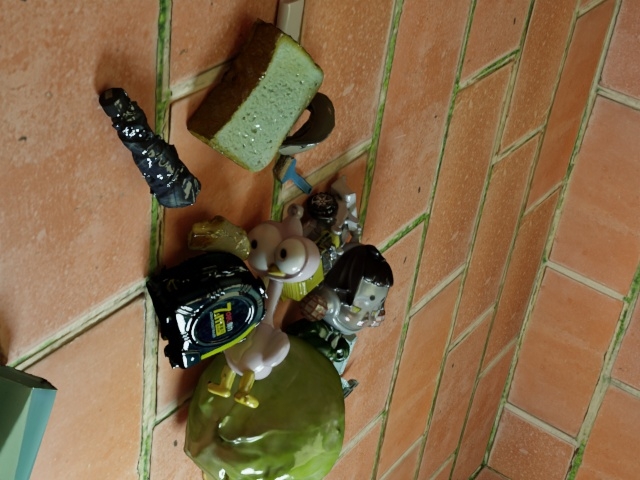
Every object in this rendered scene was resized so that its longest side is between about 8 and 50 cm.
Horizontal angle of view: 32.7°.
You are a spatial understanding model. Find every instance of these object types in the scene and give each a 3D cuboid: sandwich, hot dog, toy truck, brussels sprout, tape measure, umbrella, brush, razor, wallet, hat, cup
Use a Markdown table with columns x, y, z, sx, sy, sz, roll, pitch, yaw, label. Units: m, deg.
| x | y | z | sx | sy | sz | roll | pitch | yaw | label |
| --- | --- | --- | --- | --- | --- | --- | --- | --- | --- |
| -0.099 | -0.223 | 1.727 | 0.214 | 0.065 | 0.186 | -55 | 150 | 0 | sandwich |
| -0.176 | -0.009 | 1.820 | 0.078 | 0.061 | 0.169 | -25 | 156 | 16 | hot dog |
| 0.000 | 0.000 | 2.110 | 0.286 | 0.111 | 0.136 | -48 | 150 | -34 | toy truck |
| -0.095 | 0.334 | 2.064 | 0.328 | 0.328 | 0.247 | -53 | 176 | -20 | brussels sprout |
| -0.186 | 0.108 | 1.822 | 0.186 | 0.112 | 0.199 | -21 | 141 | -17 | tape measure |
| -0.247 | -0.136 | 1.551 | 0.224 | 0.080 | 0.071 | 58 | 39 | -47 | umbrella |
| -0.046 | -0.116 | 2.023 | 0.051 | 0.014 | 0.164 | -60 | 156 | -4 | brush |
| 0.048 | 0.290 | 2.526 | 0.111 | 0.056 | 0.278 | -42 | 155 | -31 | razor |
| -0.053 | -0.338 | 1.781 | 0.061 | 0.025 | 0.122 | -39 | 146 | -52 | wallet |
| -0.018 | -0.183 | 1.858 | 0.085 | 0.175 | 0.147 | 38 | 84 | -30 | hat |
| -0.453 | 0.298 | 1.509 | 0.148 | 0.134 | 0.235 | 25 | 88 | -37 | cup |

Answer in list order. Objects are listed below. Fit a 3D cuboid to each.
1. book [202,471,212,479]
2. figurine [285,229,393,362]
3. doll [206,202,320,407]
| x | y | z | sx | sy | sz | roll | pitch | yaw | label |
| --- | --- | --- | --- | --- | --- | --- | --- | --- | --- |
| -0.126 | 0.478 | 2.320 | 0.269 | 0.032 | 0.389 | -22 | 139 | -20 | book |
| 0.023 | 0.152 | 2.251 | 0.281 | 0.167 | 0.370 | 11 | 112 | -56 | figurine |
| -0.095 | 0.109 | 1.932 | 0.094 | 0.160 | 0.365 | 20 | 84 | -44 | doll |
